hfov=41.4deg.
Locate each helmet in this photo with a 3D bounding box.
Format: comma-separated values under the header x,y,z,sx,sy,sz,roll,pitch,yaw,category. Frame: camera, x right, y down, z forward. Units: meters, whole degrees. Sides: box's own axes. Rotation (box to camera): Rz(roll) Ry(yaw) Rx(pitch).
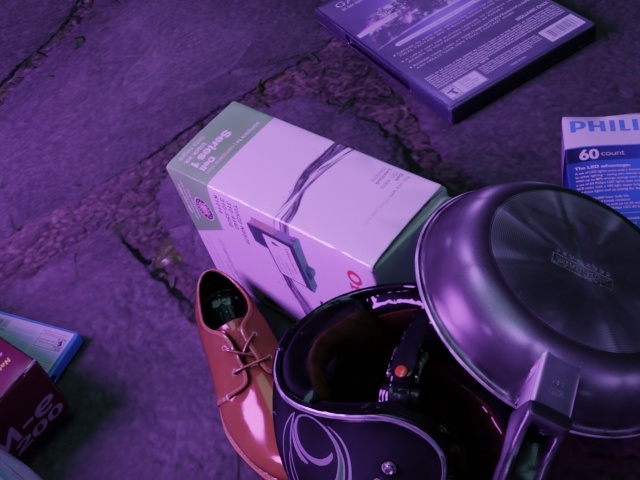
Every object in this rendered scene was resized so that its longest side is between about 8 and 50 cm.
x,y,z,sx,sy,sz,roll,pitch,yaw,category
0.055,0.126,0.562,0.169,0.162,0.169,-16,32,10,helmet

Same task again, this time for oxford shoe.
x,y,z,sx,sy,sz,roll,pitch,yaw,category
-0.057,0.106,0.674,0.076,0.076,0.212,-27,49,-11,oxford shoe

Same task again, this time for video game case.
x,y,z,sx,sy,sz,roll,pitch,yaw,category
-0.304,0.139,0.756,0.119,0.015,0.166,11,53,24,video game case
0.144,-0.250,0.971,0.196,0.026,0.274,-31,47,-12,video game case

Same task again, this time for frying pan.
x,y,z,sx,sy,sz,roll,pitch,yaw,category
0.115,0.058,0.500,0.197,0.053,0.326,42,48,17,frying pan

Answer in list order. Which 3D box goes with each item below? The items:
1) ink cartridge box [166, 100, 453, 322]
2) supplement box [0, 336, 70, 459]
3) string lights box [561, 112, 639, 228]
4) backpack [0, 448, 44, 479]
x,y,z,sx,sy,sz,roll,pitch,yaw,category
0.000,0.000,0.692,0.219,0.160,0.092,27,62,34,ink cartridge box
-0.345,0.119,0.724,0.239,0.073,0.130,23,59,32,supplement box
0.264,0.009,0.664,0.133,0.077,0.260,-2,48,14,string lights box
-0.236,0.201,0.567,0.182,0.115,0.152,45,61,-3,backpack
